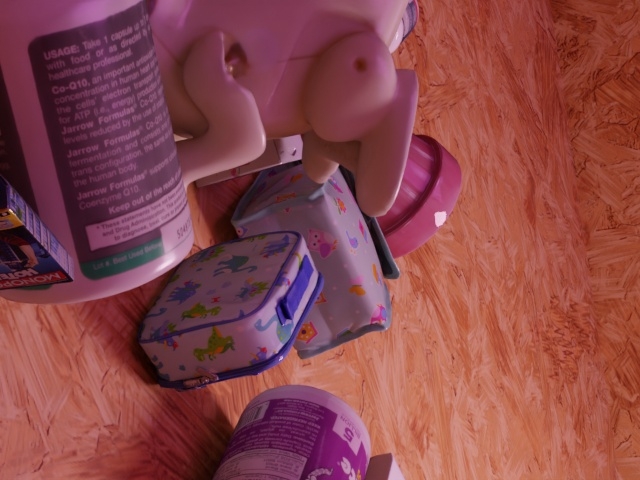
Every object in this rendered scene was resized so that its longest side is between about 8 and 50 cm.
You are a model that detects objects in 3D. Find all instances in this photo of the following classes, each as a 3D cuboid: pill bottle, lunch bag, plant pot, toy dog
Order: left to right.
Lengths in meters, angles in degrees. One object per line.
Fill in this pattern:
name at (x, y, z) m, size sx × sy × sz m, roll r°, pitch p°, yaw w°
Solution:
pill bottle at (-0.246, -0.140, 1.393) m, size 0.204 × 0.204 × 0.361 m, roll -54°, pitch 137°, yaw -62°
toy dog at (-0.111, -0.223, 1.646) m, size 0.284 × 0.408 × 0.395 m, roll -127°, pitch -130°, yaw -62°
lunch bag at (-0.097, 0.077, 1.727) m, size 0.090 × 0.176 × 0.219 m, roll 66°, pitch 24°, yaw -22°
pill bottle at (-0.049, 0.312, 1.711) m, size 0.169 × 0.169 × 0.301 m, roll 65°, pitch 25°, yaw -25°
lunch bag at (0.000, 0.000, 2.032) m, size 0.262 × 0.160 × 0.223 m, roll -74°, pitch 142°, yaw -69°
plant pot at (0.077, -0.100, 2.245) m, size 0.180 × 0.201 × 0.201 m, roll 40°, pitch 39°, yaw -31°
pill bottle at (0.092, -0.358, 2.511) m, size 0.108 × 0.108 × 0.180 m, roll 69°, pitch 24°, yaw -16°

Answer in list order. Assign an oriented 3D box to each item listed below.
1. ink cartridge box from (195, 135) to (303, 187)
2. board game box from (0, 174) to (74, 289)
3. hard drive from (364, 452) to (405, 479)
ink cartridge box at (-0.091, -0.109, 1.915) m, size 0.088 × 0.122 × 0.052 m, roll -22°, pitch 98°, yaw -68°
board game box at (-0.316, 0.002, 1.293) m, size 0.194 × 0.194 × 0.060 m, roll 63°, pitch 23°, yaw -63°
hard drive at (0.132, 0.513, 2.183) m, size 0.233 × 0.047 × 0.353 m, roll -71°, pitch 141°, yaw -52°
